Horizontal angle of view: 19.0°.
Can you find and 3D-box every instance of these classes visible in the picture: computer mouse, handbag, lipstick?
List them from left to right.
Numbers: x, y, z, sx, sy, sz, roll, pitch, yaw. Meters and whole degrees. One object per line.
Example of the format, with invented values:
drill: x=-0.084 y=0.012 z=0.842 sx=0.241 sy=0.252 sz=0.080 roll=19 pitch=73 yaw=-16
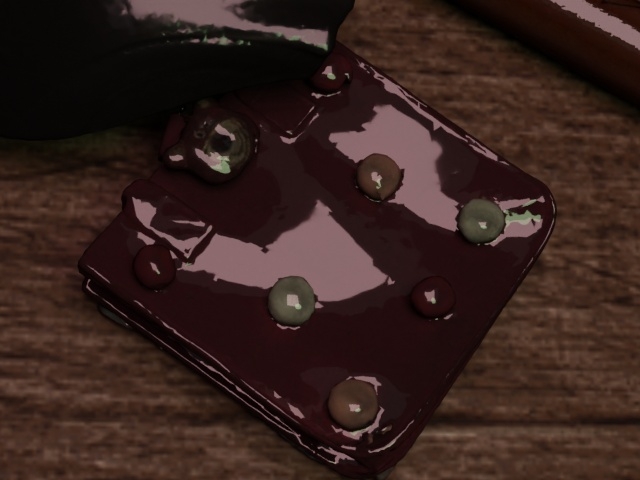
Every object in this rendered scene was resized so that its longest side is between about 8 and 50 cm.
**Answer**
computer mouse: x=-0.098 y=-0.140 z=1.045 sx=0.264 sy=0.088 sz=0.147 roll=-13 pitch=56 yaw=-3
handbag: x=0.001 y=-0.001 z=1.055 sx=0.216 sy=0.074 sz=0.203 roll=37 pitch=69 yaw=4
lipstick: x=0.212 y=-0.097 z=1.131 sx=0.356 sy=0.057 sz=0.057 roll=30 pitch=70 yaw=2
